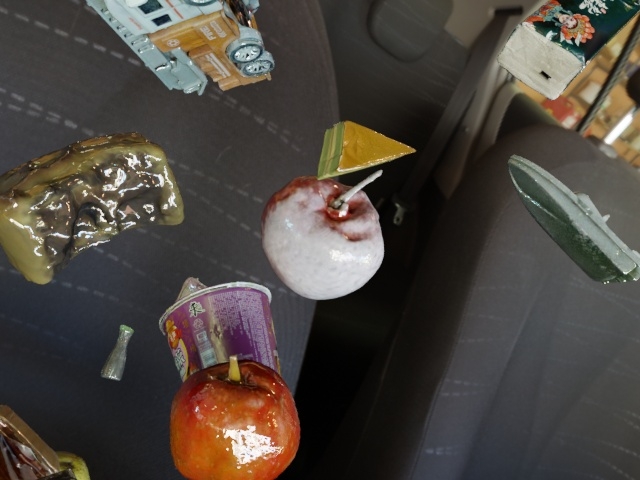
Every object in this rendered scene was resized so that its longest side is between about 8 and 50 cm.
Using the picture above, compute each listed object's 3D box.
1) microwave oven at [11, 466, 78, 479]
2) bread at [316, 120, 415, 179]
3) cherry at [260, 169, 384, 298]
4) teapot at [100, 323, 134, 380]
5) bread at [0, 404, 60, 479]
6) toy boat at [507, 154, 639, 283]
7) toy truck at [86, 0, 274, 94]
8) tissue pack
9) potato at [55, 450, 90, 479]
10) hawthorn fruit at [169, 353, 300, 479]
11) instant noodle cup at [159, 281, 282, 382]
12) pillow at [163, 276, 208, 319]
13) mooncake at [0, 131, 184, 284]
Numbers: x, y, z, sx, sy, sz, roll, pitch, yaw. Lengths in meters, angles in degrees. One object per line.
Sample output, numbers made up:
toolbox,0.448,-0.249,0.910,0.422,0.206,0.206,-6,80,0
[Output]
microwave oven,-0.259,0.279,0.392,0.162,0.122,0.208,55,-3,14
bread,0.073,-0.121,0.819,0.139,0.084,0.074,16,-12,-28
cherry,0.011,0.007,1.320,0.326,0.334,0.291,19,45,33
teapot,-0.419,0.233,1.091,0.043,0.043,0.110,24,65,-26
bread,-0.537,0.395,0.889,0.224,0.142,0.212,57,-11,-20
toy boat,0.482,-0.047,1.015,0.319,0.092,0.141,48,-3,7
toy truck,-0.193,-0.310,0.691,0.338,0.185,0.132,29,45,-76
tissue pack,0.332,-0.278,0.699,0.103,0.090,0.170,41,64,11
potato,-0.614,0.561,1.165,0.169,0.248,0.143,27,30,-39
hawthorn fruit,-0.186,0.379,1.145,0.287,0.330,0.287,2,27,-1
instant noodle cup,-0.257,0.313,1.463,0.340,0.340,0.265,9,49,-45
pillow,-0.502,0.256,1.968,0.131,0.232,0.038,35,5,11
mooncake,-0.542,-0.086,1.201,0.393,0.246,0.394,-6,30,5
